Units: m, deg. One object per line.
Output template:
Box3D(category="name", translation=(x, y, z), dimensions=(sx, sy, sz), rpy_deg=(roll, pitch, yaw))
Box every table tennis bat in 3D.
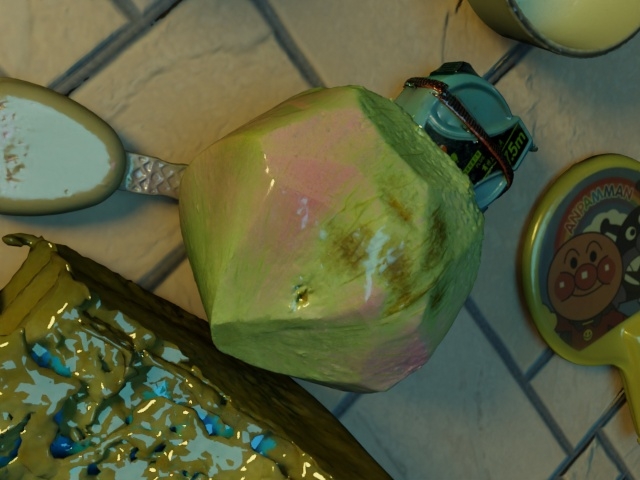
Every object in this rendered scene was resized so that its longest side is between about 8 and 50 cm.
Box3D(category="table tennis bat", translation=(0.338, 0.081, 0.877), dimensions=(0.224, 0.054, 0.368), rpy_deg=(-29, 109, -19))

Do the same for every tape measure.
Box3D(category="tape measure", translation=(0.119, -0.083, 0.708), dimensions=(0.146, 0.081, 0.125), rpy_deg=(45, 76, -27))

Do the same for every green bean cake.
Box3D(category="green bean cake", translation=(-0.116, 0.162, 0.520), dimensions=(0.310, 0.285, 0.202), rpy_deg=(37, 87, -28))

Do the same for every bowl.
Box3D(category="bowl", translation=(0.201, -0.265, 0.695), dimensions=(0.212, 0.112, 0.211), rpy_deg=(-6, 102, -27))

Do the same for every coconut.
Box3D(category="coconut", translation=(0.000, 0.000, 0.581), dimensions=(0.236, 0.205, 0.235), rpy_deg=(-21, 117, -47))

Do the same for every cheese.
Box3D(category="cheese", translation=(-0.167, -0.056, 0.585), dimensions=(0.192, 0.037, 0.097), rpy_deg=(11, 96, -29))
